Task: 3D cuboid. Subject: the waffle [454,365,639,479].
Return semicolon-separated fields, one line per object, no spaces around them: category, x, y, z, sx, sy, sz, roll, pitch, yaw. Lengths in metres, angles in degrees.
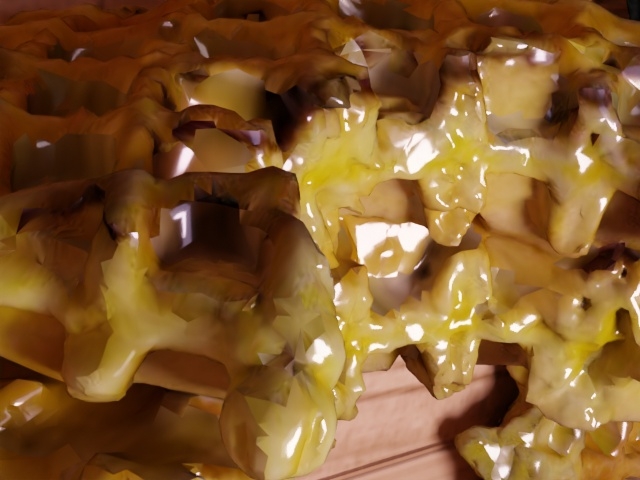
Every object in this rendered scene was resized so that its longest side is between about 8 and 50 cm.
waffle;0.182;0.105;1.017;0.301;0.058;0.281;-26;123;-39

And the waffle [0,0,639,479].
waffle;0.000;0.000;0.637;0.324;0.261;0.151;-12;121;-40

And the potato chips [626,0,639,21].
potato chips;0.262;-0.190;0.977;0.358;0.070;0.429;-50;134;-23
